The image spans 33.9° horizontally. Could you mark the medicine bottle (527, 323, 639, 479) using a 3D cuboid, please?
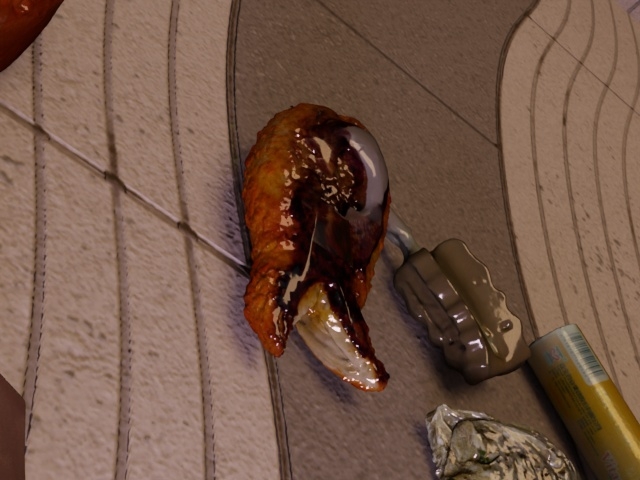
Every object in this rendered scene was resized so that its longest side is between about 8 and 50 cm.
[{"bbox_3d":[0.273,0.185,0.991,0.074,0.074,0.218,4,51,-49],"label":"medicine bottle"}]

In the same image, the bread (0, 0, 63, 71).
[{"bbox_3d":[-0.306,-0.242,0.703,0.295,0.114,0.327,47,31,-5],"label":"bread"}]

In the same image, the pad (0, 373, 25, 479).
[{"bbox_3d":[-0.165,0.131,0.509,0.113,0.006,0.187,72,4,-51],"label":"pad"}]

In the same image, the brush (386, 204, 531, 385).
[{"bbox_3d":[0.080,0.000,0.965,0.084,0.071,0.301,-10,58,-51],"label":"brush"}]

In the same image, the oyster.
[{"bbox_3d":[0.152,0.211,0.831,0.125,0.064,0.177,1,64,-32],"label":"oyster"}]

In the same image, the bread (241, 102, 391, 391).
[{"bbox_3d":[-0.006,-0.006,0.848,0.139,0.095,0.269,27,52,-28],"label":"bread"}]
